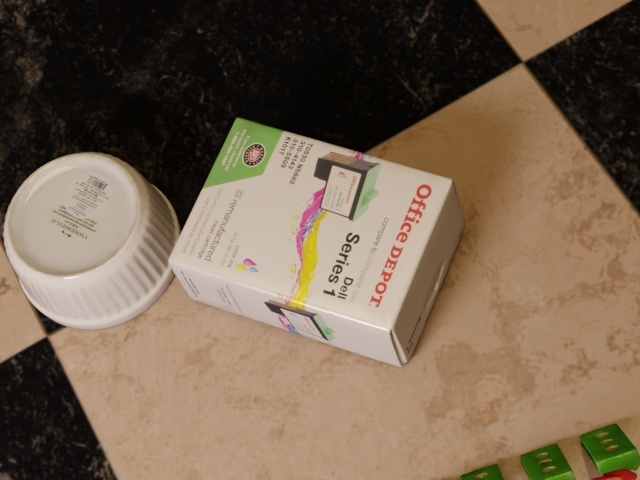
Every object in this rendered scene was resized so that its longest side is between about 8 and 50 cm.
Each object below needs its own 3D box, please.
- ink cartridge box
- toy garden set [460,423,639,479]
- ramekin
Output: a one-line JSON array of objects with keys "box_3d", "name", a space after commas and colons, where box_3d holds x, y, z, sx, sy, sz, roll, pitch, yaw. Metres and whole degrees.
[{"box_3d": [0.000, 0.000, 1.674, 0.278, 0.117, 0.201, 17, 69, 18], "name": "ink cartridge box"}, {"box_3d": [0.209, 0.270, 1.474, 0.244, 0.204, 0.049, -19, 97, 3], "name": "toy garden set"}, {"box_3d": [-0.278, -0.007, 1.741, 0.207, 0.109, 0.207, -5, 63, 10], "name": "ramekin"}]
